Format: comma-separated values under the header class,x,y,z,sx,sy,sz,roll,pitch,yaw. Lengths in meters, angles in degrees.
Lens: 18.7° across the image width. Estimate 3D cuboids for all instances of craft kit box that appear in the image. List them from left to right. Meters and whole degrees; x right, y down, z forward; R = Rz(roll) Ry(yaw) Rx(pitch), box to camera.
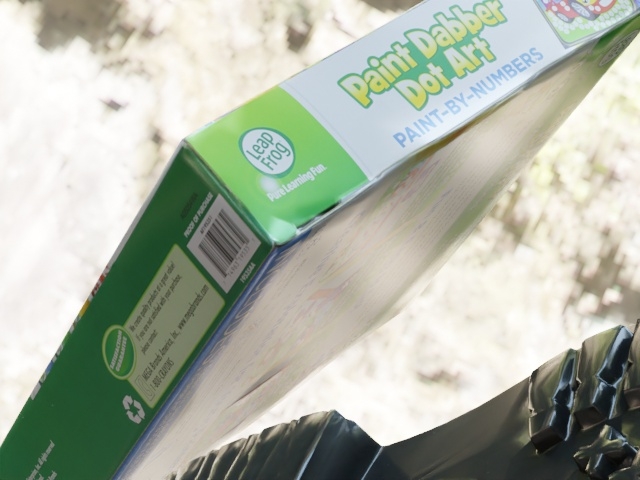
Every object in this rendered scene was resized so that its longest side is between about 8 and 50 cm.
class,x,y,z,sx,sy,sz,roll,pitch,yaw
craft kit box,0.000,0.000,0.786,0.061,0.246,0.250,50,-41,12

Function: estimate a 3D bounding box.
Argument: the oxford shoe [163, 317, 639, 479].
class,x,y,z,sx,sy,sz,roll,pitch,yaw
oxford shoe,0.058,0.072,0.345,0.227,0.083,0.096,-17,-57,44
